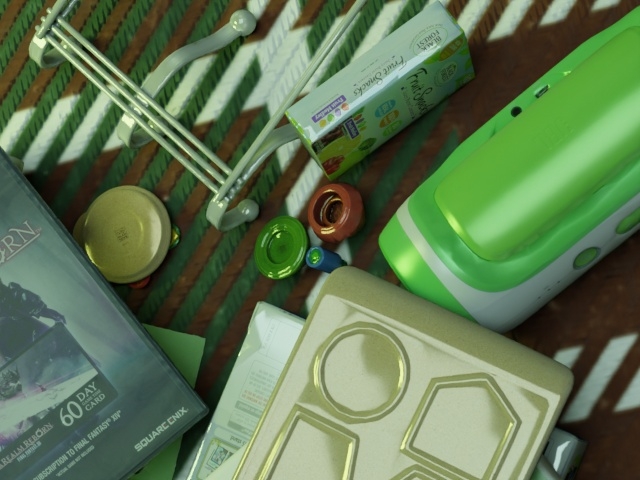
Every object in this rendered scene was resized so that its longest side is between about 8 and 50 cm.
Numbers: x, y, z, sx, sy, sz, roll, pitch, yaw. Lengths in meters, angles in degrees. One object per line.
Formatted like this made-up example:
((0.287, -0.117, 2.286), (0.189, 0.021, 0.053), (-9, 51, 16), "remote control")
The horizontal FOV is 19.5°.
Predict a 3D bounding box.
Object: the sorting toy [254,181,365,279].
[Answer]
((0.000, 0.000, 1.455), (0.102, 0.042, 0.061), (-36, 57, 23), "sorting toy")

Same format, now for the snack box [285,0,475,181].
((0.047, -0.111, 1.405), (0.141, 0.100, 0.037), (-36, 74, -1), "snack box")

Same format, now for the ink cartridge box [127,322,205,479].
((-0.217, 0.129, 1.437), (0.235, 0.056, 0.171), (14, 87, -9), "ink cartridge box")

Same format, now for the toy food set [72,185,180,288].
((-0.158, -0.003, 1.512), (0.083, 0.020, 0.082), (-42, 72, 8), "toy food set")

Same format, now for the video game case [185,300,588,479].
((0.030, 0.209, 1.398), (0.269, 0.061, 0.244), (23, 88, 20), "video game case")

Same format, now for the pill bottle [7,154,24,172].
((-0.307, 0.028, 1.506), (0.117, 0.117, 0.215), (14, 86, 19), "pill bottle")

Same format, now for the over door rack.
((-0.063, -0.203, 1.449), (0.239, 0.108, 0.324), (41, 117, 19), "over door rack")

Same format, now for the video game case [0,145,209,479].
((-0.243, 0.083, 1.392), (0.196, 0.026, 0.274), (-39, 97, -10), "video game case")

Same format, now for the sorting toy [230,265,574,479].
((0.051, 0.145, 1.295), (0.193, 0.038, 0.208), (25, 85, 20), "sorting toy")

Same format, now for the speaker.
((0.188, -0.054, 1.351), (0.296, 0.131, 0.131), (-40, 72, 9), "speaker")

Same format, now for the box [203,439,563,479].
((0.021, 0.235, 1.336), (0.322, 0.058, 0.232), (-41, 72, 9), "box")
